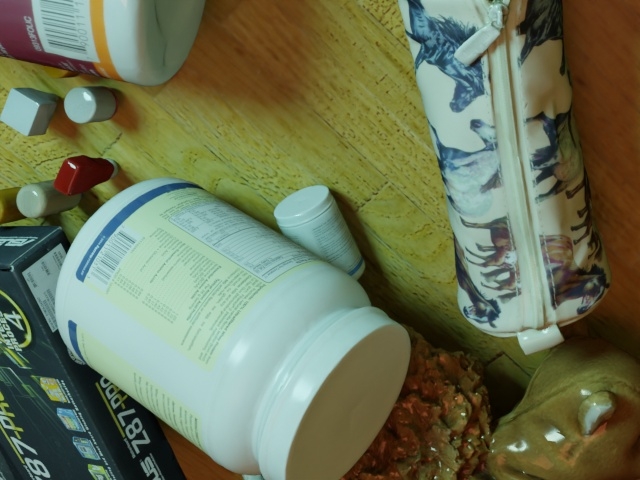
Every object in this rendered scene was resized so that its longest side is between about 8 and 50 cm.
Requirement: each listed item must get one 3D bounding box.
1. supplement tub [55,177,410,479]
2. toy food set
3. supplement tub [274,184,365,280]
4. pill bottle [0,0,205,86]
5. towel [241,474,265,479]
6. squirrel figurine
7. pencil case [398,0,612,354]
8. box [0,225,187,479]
[{"bbox_3d":[-0.093,0.097,1.106,0.324,0.235,0.236,30,129,28],"label":"supplement tub"},{"bbox_3d":[-0.292,-0.110,1.196,0.111,0.104,0.232,29,107,12],"label":"toy food set"},{"bbox_3d":[0.000,0.000,1.180,0.071,0.071,0.107,-14,116,23],"label":"supplement tub"},{"bbox_3d":[-0.316,-0.289,0.993,0.392,0.224,0.224,13,124,7],"label":"pill bottle"},{"bbox_3d":[-0.059,0.326,1.291,0.049,0.282,0.187,-22,118,-8],"label":"towel"},{"bbox_3d":[0.189,0.250,1.174,0.396,0.281,0.370,26,118,-5],"label":"squirrel figurine"},{"bbox_3d":[0.178,-0.099,1.004,0.159,0.183,0.410,-6,120,18],"label":"pencil case"},{"bbox_3d":[-0.368,0.166,1.319,0.318,0.097,0.395,3,125,39],"label":"box"}]
